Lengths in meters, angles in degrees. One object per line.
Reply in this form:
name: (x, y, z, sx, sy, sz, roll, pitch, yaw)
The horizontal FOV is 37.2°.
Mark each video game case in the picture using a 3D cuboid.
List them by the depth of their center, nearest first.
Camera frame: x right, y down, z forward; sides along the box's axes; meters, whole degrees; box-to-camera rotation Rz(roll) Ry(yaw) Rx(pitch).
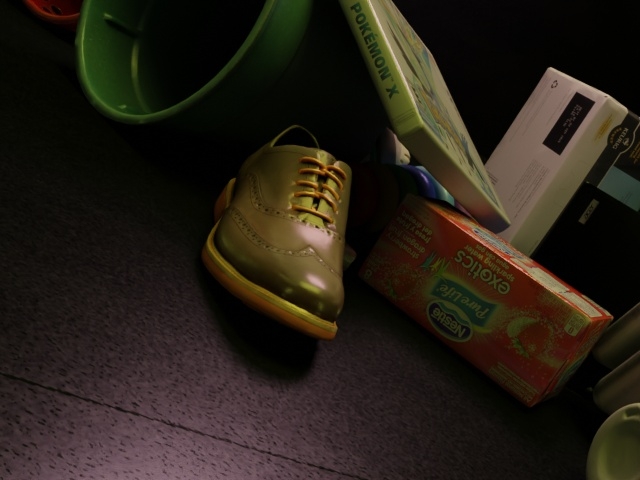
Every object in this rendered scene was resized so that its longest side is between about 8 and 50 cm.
video game case: (0.120, -0.184, 1.165, 0.329, 0.036, 0.300, 33, 33, -57)

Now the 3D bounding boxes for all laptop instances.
laptop: (0.368, 0.070, 1.225, 0.136, 0.234, 0.264, 40, 17, 28)

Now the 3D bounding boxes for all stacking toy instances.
stacking toy: (0.080, -0.055, 1.301, 0.330, 0.141, 0.141, 9, 26, -43)

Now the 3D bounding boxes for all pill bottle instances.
pill bottle: (0.359, 0.238, 0.902, 0.193, 0.108, 0.108, 27, 15, -18)

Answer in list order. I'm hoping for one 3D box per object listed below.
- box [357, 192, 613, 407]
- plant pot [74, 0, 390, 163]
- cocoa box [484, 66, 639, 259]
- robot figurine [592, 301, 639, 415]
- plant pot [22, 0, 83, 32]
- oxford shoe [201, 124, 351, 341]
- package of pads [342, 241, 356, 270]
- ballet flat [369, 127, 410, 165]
box: (0.189, 0.064, 1.100, 0.257, 0.123, 0.128, 37, 14, 24)
plant pot: (-0.081, -0.247, 1.251, 0.334, 0.341, 0.341, 28, 12, -50)
cocoa box: (0.497, -0.127, 1.920, 0.228, 0.347, 0.231, 25, 15, -26)
robot figurine: (0.485, 0.201, 1.097, 0.353, 0.200, 0.300, 29, 45, -10)
plant pot: (-0.341, -0.400, 1.456, 0.191, 0.191, 0.174, 36, 6, 17)
oxford shoe: (-0.032, -0.025, 0.924, 0.130, 0.133, 0.364, 27, 15, -20)
package of pads: (0.000, 0.000, 1.113, 0.050, 0.032, 0.083, 21, 17, -44)
ballet flat: (0.100, -0.115, 1.416, 0.068, 0.213, 0.072, -9, 60, -5)
